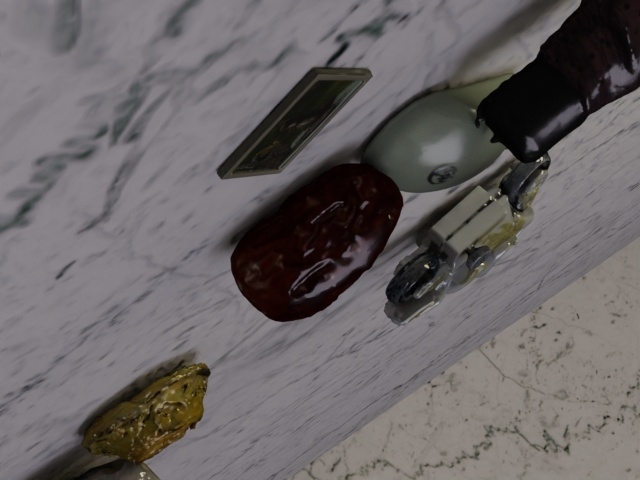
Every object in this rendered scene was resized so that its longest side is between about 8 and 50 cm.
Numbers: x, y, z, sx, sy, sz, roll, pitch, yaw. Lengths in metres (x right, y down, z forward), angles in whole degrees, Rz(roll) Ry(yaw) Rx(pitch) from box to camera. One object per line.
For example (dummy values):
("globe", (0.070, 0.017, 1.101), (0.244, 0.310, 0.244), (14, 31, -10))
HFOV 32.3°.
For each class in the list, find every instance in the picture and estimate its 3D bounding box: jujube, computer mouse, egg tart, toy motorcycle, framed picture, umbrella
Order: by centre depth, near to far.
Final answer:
("framed picture", (-0.014, -0.067, 0.636), (0.089, 0.006, 0.066), (-44, 165, 27))
("umbrella", (0.238, -0.173, 0.734), (0.326, 0.094, 0.090), (-39, -154, 1))
("jujube", (0.000, 0.000, 0.759), (0.129, 0.077, 0.077), (-41, 166, 2))
("computer mouse", (0.106, -0.074, 0.813), (0.182, 0.056, 0.089), (-23, 165, -47))
("egg tart", (-0.148, 0.157, 0.969), (0.130, 0.052, 0.130), (-32, 168, -8))
("toy motorcycle", (0.153, 0.001, 1.146), (0.229, 0.074, 0.151), (-43, 163, -11))

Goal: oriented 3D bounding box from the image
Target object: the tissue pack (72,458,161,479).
("tissue pack", (-0.238, 0.300, 1.072), (0.215, 0.123, 0.256), (-30, 165, -14))
